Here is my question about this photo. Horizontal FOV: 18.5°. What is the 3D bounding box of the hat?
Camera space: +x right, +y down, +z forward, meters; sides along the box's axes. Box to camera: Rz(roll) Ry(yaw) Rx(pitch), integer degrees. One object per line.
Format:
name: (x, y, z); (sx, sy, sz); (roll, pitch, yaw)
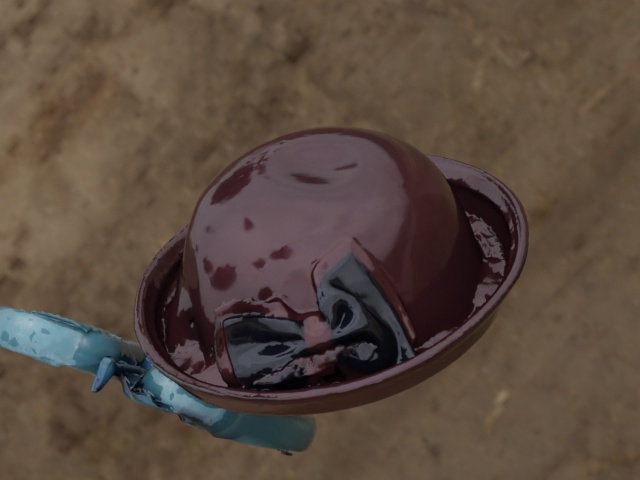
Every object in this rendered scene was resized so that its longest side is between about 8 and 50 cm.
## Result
hat: (0.000, 0.000, 0.928); (0.205, 0.089, 0.205); (-11, 29, 6)

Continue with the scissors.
scissors: (-0.064, 0.085, 1.133); (0.180, 0.393, 0.032); (21, 87, 13)
